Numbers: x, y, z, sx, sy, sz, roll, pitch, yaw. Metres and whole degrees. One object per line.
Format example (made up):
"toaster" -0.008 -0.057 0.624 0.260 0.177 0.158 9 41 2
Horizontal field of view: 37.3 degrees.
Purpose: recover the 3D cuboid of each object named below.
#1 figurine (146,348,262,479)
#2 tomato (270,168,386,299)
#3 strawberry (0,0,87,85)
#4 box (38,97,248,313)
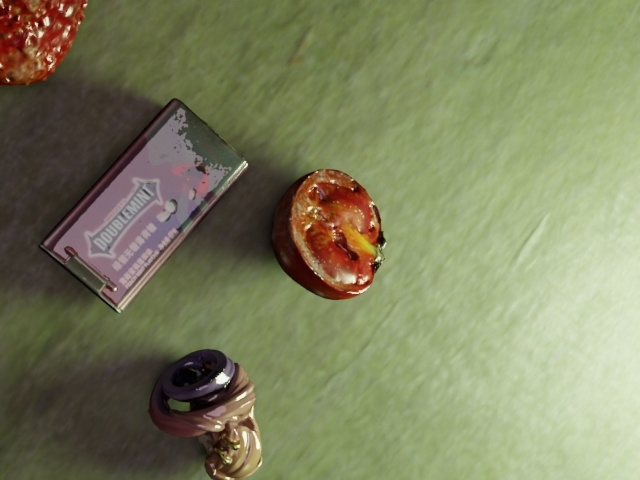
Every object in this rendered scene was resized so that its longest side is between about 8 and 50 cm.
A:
"figurine" -0.112 0.201 1.062 0.114 0.126 0.157 -31 100 29
"tomato" 0.000 0.000 1.109 0.139 0.091 0.159 31 54 -24
"strawberry" -0.344 -0.314 0.950 0.261 0.257 0.261 9 58 -15
"box" -0.195 -0.039 1.056 0.120 0.069 0.224 41 78 -13
